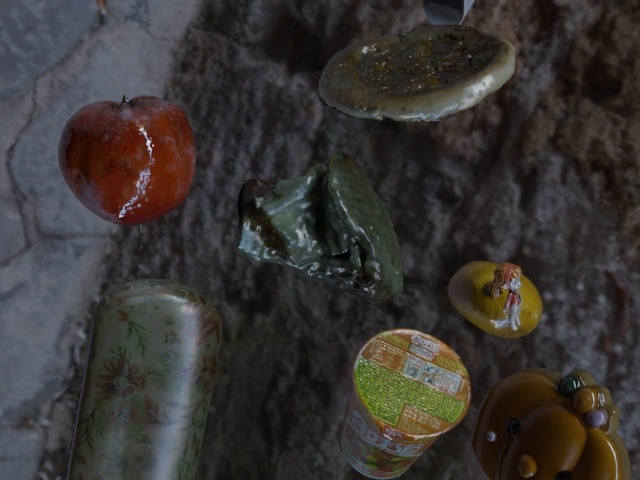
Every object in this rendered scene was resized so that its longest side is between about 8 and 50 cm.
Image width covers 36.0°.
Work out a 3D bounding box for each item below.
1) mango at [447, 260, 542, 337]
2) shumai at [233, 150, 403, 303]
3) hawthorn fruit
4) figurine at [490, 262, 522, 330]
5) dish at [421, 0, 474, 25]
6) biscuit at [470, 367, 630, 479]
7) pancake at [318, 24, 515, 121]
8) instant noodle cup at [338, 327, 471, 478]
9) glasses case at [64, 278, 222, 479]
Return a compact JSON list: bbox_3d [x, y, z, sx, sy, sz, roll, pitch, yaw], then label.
[{"bbox_3d":[0.319,0.109,1.810,0.317,0.176,0.119,46,70,-84],"label":"mango"},{"bbox_3d":[0.000,0.000,1.491,0.203,0.222,0.272,-25,119,17],"label":"shumai"},{"bbox_3d":[-0.321,-0.112,1.695,0.242,0.242,0.272,-21,112,-38],"label":"hawthorn fruit"},{"bbox_3d":[0.288,0.086,1.505,0.064,0.047,0.109,-45,129,-50],"label":"figurine"},{"bbox_3d":[0.271,-0.539,1.994,0.064,0.154,0.234,-13,118,-26],"label":"dish"},{"bbox_3d":[0.224,0.203,0.967,0.050,0.170,0.170,-3,119,-48],"label":"biscuit"},{"bbox_3d":[0.176,-0.321,1.841,0.382,0.382,0.071,-32,125,-28],"label":"pancake"},{"bbox_3d":[0.101,0.239,1.352,0.168,0.168,0.185,-29,154,-31],"label":"instant noodle cup"},{"bbox_3d":[-0.227,0.251,1.211,0.156,0.098,0.425,8,105,-17],"label":"glasses case"}]
